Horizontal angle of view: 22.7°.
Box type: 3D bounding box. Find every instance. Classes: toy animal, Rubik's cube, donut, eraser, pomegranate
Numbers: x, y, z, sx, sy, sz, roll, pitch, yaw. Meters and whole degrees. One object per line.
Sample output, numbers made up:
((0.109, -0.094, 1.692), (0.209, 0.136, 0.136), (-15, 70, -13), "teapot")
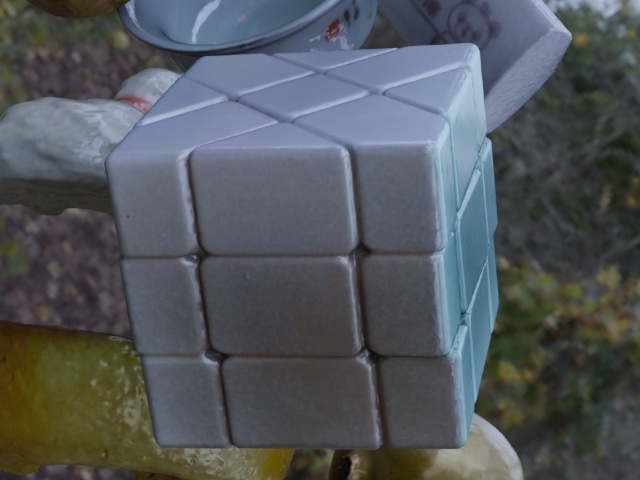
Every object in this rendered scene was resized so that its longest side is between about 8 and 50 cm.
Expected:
((-0.267, -0.115, 1.818), (0.266, 0.308, 0.188), (14, 78, -53), "toy animal")
((0.000, 0.000, 1.589), (0.322, 0.318, 0.316), (-64, 150, -62), "Rubik's cube")
((-0.225, 0.214, 1.896), (0.435, 0.163, 0.377), (16, -15, -21), "donut")
((0.191, -0.294, 2.088), (0.095, 0.174, 0.270), (12, 37, -49), "eraser")
((0.123, 0.295, 1.901), (0.233, 0.233, 0.233), (55, 4, -5), "pomegranate")

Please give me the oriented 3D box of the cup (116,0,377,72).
((-0.069, -0.299, 1.993), (0.347, 0.347, 0.163), (59, -5, 45), "cup")

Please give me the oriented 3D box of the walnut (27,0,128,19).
((-0.271, -0.366, 1.879), (0.193, 0.225, 0.193), (53, 7, -10), "walnut")
